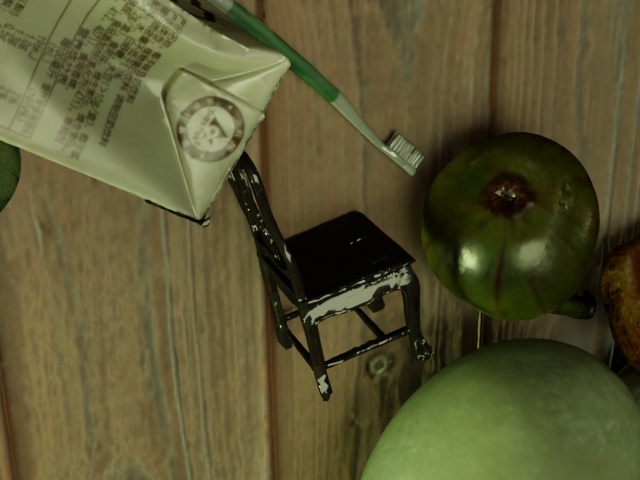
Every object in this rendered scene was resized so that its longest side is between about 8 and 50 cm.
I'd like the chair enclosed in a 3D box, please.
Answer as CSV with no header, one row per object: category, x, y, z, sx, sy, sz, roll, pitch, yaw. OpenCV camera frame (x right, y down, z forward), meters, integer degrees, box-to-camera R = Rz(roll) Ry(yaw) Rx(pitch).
chair,0.000,0.000,0.960,0.113,0.106,0.229,-23,122,-15

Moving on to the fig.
fig,0.174,0.015,1.071,0.151,0.151,0.259,-40,151,-5

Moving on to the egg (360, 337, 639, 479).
egg,0.155,0.253,1.064,0.258,0.258,0.352,5,109,-29

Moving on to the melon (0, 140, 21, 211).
melon,-0.278,-0.059,0.786,0.167,0.114,0.114,14,105,-34

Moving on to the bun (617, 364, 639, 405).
bun,0.356,0.246,1.220,0.273,0.168,0.273,-17,124,-26

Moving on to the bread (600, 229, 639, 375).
bread,0.341,0.070,1.144,0.193,0.193,0.064,8,151,-30

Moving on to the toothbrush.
toothbrush,-0.003,-0.125,0.954,0.257,0.018,0.024,35,91,-34

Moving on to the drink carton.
drink carton,-0.202,-0.151,0.736,0.324,0.194,0.132,25,101,-34
